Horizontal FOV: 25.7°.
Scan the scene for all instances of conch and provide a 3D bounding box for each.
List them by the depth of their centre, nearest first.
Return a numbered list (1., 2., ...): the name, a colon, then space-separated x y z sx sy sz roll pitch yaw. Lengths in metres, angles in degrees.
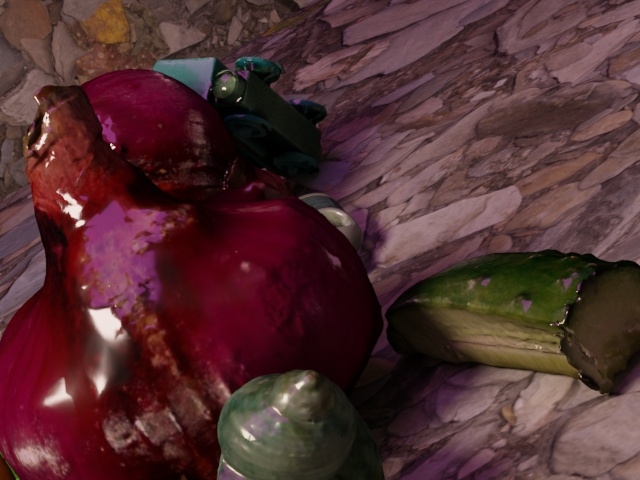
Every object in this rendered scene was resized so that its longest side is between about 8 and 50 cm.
1. conch: -0.023 0.191 1.116 0.122 0.188 0.176 -1 13 44

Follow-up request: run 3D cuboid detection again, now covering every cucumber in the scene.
1. cucumber: 0.170 0.057 1.289 0.145 0.105 0.325 -40 17 -24

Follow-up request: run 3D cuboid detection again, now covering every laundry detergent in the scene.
1. laundry detergent: 0.000 0.000 1.755 0.099 0.070 0.225 -25 17 -4

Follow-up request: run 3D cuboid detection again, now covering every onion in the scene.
1. onion: -0.167 0.053 1.322 0.398 0.420 0.398 -24 28 13
2. onion: -0.199 -0.062 1.932 0.385 0.348 0.348 0 -1 -33

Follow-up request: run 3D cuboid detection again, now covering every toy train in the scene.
1. toy train: -0.116 -0.182 2.119 0.194 0.298 0.120 1 72 27

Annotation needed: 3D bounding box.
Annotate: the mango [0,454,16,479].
1. mango: -0.337 0.298 1.314 0.112 0.145 0.219 6 77 32

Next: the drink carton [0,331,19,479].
1. drink carton: -0.470 0.232 1.735 0.271 0.161 0.108 -22 20 26
